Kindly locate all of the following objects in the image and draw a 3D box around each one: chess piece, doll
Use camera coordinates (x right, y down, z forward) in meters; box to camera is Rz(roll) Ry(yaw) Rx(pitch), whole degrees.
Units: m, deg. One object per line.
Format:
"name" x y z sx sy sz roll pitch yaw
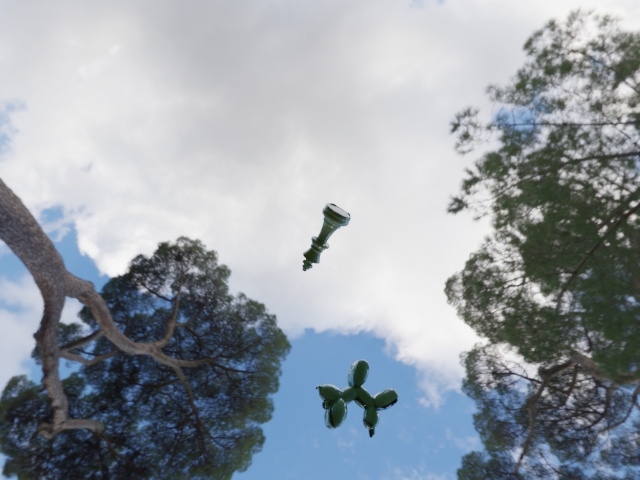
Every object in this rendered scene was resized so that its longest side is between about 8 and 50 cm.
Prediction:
"chess piece" 0.000 0.000 0.871 0.059 0.059 0.149 37 -70 15
"doll" 0.070 0.339 0.937 0.159 0.059 0.158 40 -123 2
